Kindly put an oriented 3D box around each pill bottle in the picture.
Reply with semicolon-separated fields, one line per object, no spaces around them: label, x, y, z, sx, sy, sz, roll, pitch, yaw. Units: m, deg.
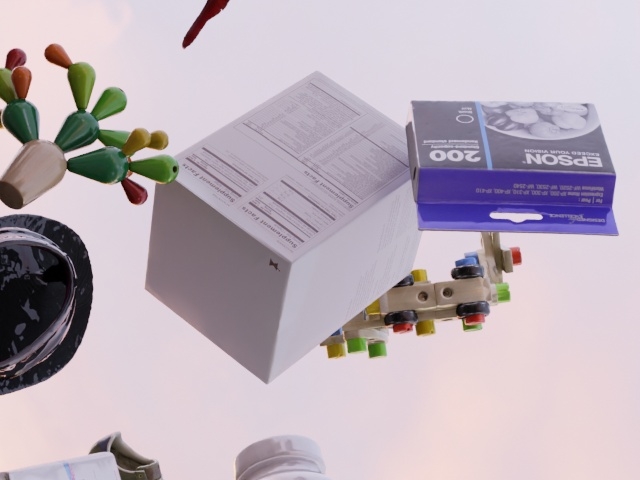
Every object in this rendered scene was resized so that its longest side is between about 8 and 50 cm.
pill bottle;-0.036;0.466;2.264;0.188;0.188;0.334;104;-21;-49

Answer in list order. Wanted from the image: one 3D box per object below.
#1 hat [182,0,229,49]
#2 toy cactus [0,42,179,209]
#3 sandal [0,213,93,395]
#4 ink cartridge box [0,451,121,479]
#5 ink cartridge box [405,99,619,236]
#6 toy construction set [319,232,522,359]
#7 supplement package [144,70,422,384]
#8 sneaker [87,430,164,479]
hat;-0.133;-0.402;2.070;0.184;0.208;0.173;-6;-21;19
toy cactus;-0.253;-0.091;1.473;0.219;0.180;0.112;36;-41;3
sandal;-0.315;0.070;1.392;0.107;0.446;0.167;-17;-87;26
ink cartridge box;-0.335;0.301;1.485;0.306;0.226;0.131;18;56;-78
ink cartridge box;0.197;-0.080;1.579;0.208;0.206;0.045;-91;-177;-55
toy construction set;0.151;0.086;2.204;0.215;0.328;0.151;83;-15;-78
supplement package;-0.032;-0.020;1.711;0.198;0.263;0.199;36;-41;23
sneaker;-0.243;0.341;2.080;0.192;0.064;0.086;41;-68;10
